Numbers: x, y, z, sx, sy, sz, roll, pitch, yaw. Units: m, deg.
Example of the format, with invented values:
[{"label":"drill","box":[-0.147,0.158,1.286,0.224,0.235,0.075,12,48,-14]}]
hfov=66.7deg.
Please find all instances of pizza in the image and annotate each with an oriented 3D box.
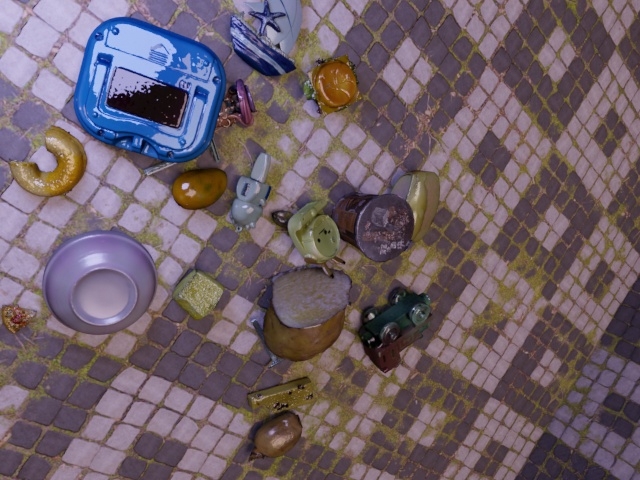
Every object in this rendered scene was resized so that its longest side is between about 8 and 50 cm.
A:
[{"label":"pizza","box":[-0.777,0.197,1.255,0.078,0.025,0.083,-18,110,-19]}]

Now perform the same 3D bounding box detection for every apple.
[{"label":"apple","box":[0.319,-0.116,1.683,0.193,0.120,0.265,3,105,-41]}]

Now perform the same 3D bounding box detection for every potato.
[{"label":"potato","box":[-0.037,0.256,1.540,0.288,0.301,0.237,-4,124,1]}]

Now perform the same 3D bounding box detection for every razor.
[{"label":"razor","box":[-0.387,-0.226,1.344,0.211,0.036,0.084,-23,132,-15]},{"label":"razor","box":[-0.182,0.330,1.587,0.068,0.037,0.191,-29,112,-13]}]

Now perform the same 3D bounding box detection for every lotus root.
[{"label":"lotus root","box":[-0.154,0.673,1.649,0.220,0.118,0.125,-32,98,-19]},{"label":"lotus root","box":[-0.112,-0.067,1.510,0.099,0.049,0.054,15,71,-35]}]

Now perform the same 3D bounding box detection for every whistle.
[{"label":"whistle","box":[-0.198,-0.138,1.424,0.092,0.110,0.245,13,98,-61]}]

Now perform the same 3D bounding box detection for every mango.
[{"label":"mango","box":[-0.333,-0.143,1.358,0.163,0.089,0.111,-10,107,-33]}]

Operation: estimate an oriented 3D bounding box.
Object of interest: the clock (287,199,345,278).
[{"label":"clock","box":[0.000,0.000,1.527,0.170,0.069,0.232,-47,116,-46]}]

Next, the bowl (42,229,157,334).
[{"label":"bowl","box":[-0.570,0.126,1.276,0.286,0.144,0.287,-7,107,-24]}]

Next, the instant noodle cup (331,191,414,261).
[{"label":"instant noodle cup","box":[0.156,-0.057,1.561,0.217,0.207,0.218,-7,106,-26]}]

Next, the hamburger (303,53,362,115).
[{"label":"hamburger","box":[0.031,-0.463,1.455,0.189,0.093,0.164,-18,109,-23]}]

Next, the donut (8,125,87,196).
[{"label":"donut","box":[-0.658,-0.180,1.191,0.181,0.078,0.146,-43,115,-9]}]

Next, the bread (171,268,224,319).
[{"label":"bread","box":[-0.356,0.156,1.411,0.114,0.111,0.129,45,63,-24]}]

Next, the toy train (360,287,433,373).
[{"label":"toy train","box":[0.285,0.322,1.772,0.304,0.150,0.222,-30,125,-19]}]

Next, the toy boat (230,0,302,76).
[{"label":"toy boat","box":[-0.146,-0.607,1.347,0.210,0.070,0.292,3,98,-32]}]

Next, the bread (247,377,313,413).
[{"label":"bread","box":[-0.133,0.538,1.659,0.226,0.049,0.088,-10,108,-24]}]

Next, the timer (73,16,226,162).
[{"label":"timer","box":[-0.417,-0.367,1.210,0.340,0.115,0.309,16,97,-15]}]

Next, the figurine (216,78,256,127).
[{"label":"figurine","box":[-0.247,-0.358,1.343,0.157,0.126,0.114,-34,162,11]}]
